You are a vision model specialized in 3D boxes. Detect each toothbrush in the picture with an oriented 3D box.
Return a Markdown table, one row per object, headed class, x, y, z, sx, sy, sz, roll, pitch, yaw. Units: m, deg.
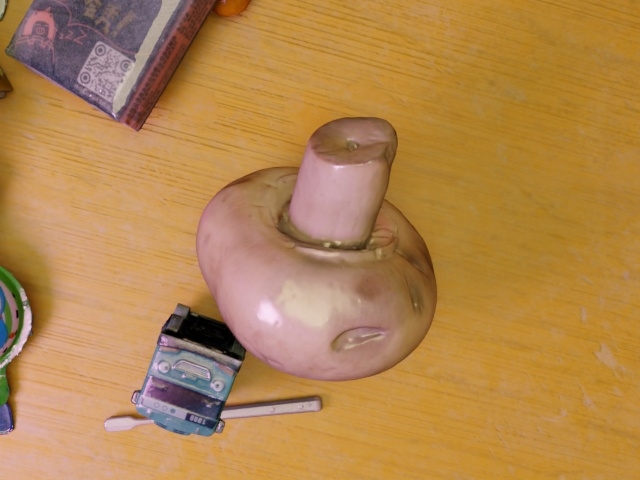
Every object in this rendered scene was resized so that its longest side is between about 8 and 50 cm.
| class | x | y | z | sx | sy | sz | roll | pitch | yaw |
| --- | --- | --- | --- | --- | --- | --- | --- | --- | --- |
| toothbrush | -0.166 | 0.274 | 1.326 | 0.342 | 0.030 | 0.025 | -5 | 91 | -4 |

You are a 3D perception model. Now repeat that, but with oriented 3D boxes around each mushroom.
| class | x | y | z | sx | sy | sz | roll | pitch | yaw |
| --- | --- | --- | --- | --- | --- | --- | --- | --- | --- |
| mushroom | -0.016 | 0.021 | 1.167 | 0.325 | 0.353 | 0.353 | -10 | 91 | 16 |

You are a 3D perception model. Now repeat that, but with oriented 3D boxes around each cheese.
| class | x | y | z | sx | sy | sz | roll | pitch | yaw |
| --- | --- | --- | --- | --- | --- | --- | --- | --- | --- |
| cheese | -0.527 | 0.155 | 1.249 | 0.204 | 0.083 | 0.320 | -8 | 109 | -14 |

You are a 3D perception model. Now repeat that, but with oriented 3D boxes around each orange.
| class | x | y | z | sx | sy | sz | roll | pitch | yaw |
| --- | --- | --- | --- | --- | --- | --- | --- | --- | --- |
| orange | -0.144 | -0.389 | 1.302 | 0.083 | 0.070 | 0.083 | -1 | 82 | 9 |

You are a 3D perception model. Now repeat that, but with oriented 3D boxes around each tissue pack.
| class | x | y | z | sx | sy | sz | roll | pitch | yaw |
| --- | --- | --- | --- | --- | --- | --- | --- | --- | --- |
| tissue pack | -0.291 | -0.352 | 1.245 | 0.228 | 0.103 | 0.315 | 31 | 92 | 12 |

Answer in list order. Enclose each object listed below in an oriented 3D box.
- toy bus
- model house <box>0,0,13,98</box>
| class | x | y | z | sx | sy | sz | roll | pitch | yaw |
| --- | --- | --- | --- | --- | --- | --- | --- | --- | --- |
| toy bus | -0.181 | 0.185 | 1.213 | 0.128 | 0.256 | 0.147 | 20 | 92 | -4 |
| model house | -0.567 | -0.342 | 1.165 | 0.324 | 0.300 | 0.340 | 31 | 92 | -13 |
